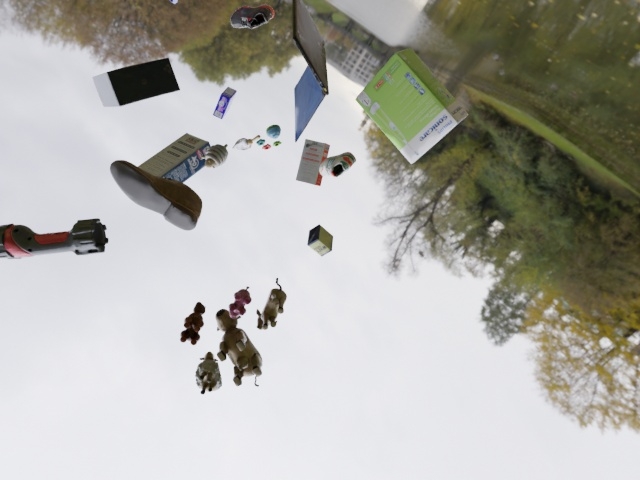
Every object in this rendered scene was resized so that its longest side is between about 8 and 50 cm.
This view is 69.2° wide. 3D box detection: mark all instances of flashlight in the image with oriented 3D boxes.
[{"bbox_3d":[-0.746,-0.010,1.283,0.303,0.103,0.103,-8,-132,9],"label":"flashlight"}]

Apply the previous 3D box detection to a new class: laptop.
[{"bbox_3d":[-0.101,-0.697,1.868,0.408,0.236,0.382,49,-151,-46],"label":"laptop"}]

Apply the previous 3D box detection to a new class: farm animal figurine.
[{"bbox_3d":[-0.249,0.288,1.442,0.330,0.327,0.172,-11,-166,-2],"label":"farm animal figurine"}]

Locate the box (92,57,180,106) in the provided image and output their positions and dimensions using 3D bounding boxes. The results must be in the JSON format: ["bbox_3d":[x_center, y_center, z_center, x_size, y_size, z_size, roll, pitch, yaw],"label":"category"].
[{"bbox_3d":[-0.567,-0.478,1.415,0.184,0.103,0.261,-29,-152,-25],"label":"box"}]

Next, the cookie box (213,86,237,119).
[{"bbox_3d":[-0.360,-0.519,1.751,0.040,0.092,0.107,26,-149,-11],"label":"cookie box"}]

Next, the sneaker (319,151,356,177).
[{"bbox_3d":[0.041,-0.236,1.517,0.057,0.161,0.075,52,-128,-21],"label":"sneaker"}]

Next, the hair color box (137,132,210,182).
[{"bbox_3d":[-0.676,-0.345,2.137,0.173,0.105,0.347,26,-123,30],"label":"hair color box"}]

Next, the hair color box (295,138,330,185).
[{"bbox_3d":[-0.029,-0.306,1.830,0.093,0.167,0.053,17,-172,23],"label":"hair color box"}]

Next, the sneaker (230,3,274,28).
[{"bbox_3d":[-0.222,-0.691,1.447,0.061,0.157,0.065,54,-137,-45],"label":"sneaker"}]

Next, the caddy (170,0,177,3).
[{"bbox_3d":[-0.417,-0.761,1.197,0.241,0.179,0.341,58,174,-21],"label":"caddy"}]

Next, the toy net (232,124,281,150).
[{"bbox_3d":[-0.285,-0.445,2.074,0.232,0.122,0.045,-17,-108,-14],"label":"toy net"}]

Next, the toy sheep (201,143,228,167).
[{"bbox_3d":[-0.401,-0.330,1.793,0.091,0.091,0.132,32,-116,-5],"label":"toy sheep"}]

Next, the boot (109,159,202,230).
[{"bbox_3d":[-0.507,-0.160,1.457,0.305,0.112,0.115,38,-138,-24],"label":"boot"}]

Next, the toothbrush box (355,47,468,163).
[{"bbox_3d":[0.286,-0.424,1.472,0.283,0.206,0.122,49,-138,2],"label":"toothbrush box"}]

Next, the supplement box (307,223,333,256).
[{"bbox_3d":[0.000,0.000,1.787,0.083,0.056,0.083,39,-143,-29],"label":"supplement box"}]
